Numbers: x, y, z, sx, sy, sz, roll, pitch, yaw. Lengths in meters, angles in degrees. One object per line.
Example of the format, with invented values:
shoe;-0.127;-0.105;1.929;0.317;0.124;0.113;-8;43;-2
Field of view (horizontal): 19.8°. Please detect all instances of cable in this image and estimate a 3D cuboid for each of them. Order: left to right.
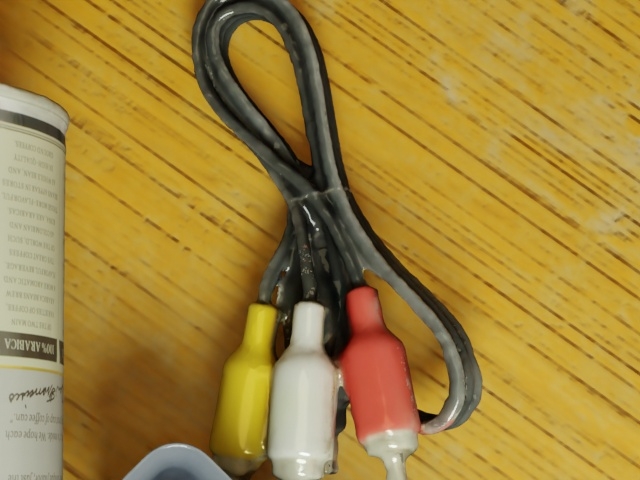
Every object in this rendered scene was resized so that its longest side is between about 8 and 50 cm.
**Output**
cable;0.000;0.000;0.938;0.140;0.072;0.287;-9;85;18

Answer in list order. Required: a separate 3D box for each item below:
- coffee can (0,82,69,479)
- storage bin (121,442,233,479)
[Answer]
coffee can;-0.219;0.073;0.864;0.202;0.201;0.275;0;82;-2
storage bin;-0.052;0.168;0.896;0.135;0.091;0.098;44;74;2
